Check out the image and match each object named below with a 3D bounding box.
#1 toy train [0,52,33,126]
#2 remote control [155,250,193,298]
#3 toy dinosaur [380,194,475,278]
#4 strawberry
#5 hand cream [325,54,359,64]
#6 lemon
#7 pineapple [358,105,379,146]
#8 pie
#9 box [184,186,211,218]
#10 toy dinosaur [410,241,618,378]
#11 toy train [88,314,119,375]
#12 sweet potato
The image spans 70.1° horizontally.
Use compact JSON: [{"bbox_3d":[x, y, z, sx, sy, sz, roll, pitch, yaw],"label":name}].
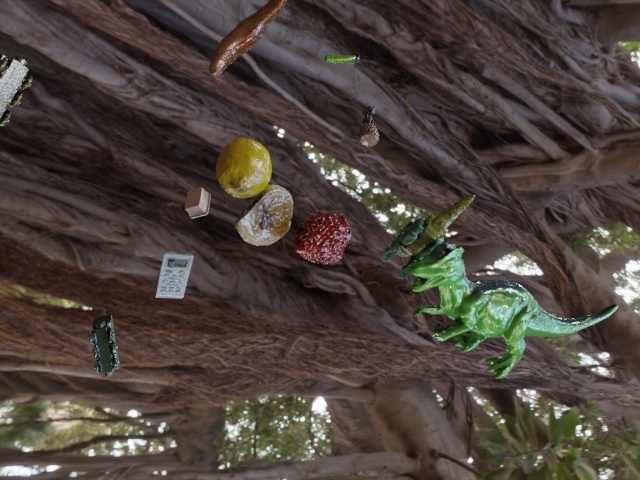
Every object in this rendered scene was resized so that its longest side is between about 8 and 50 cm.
[{"bbox_3d":[-0.844,-0.381,1.184,0.137,0.090,0.225,1,-116,32],"label":"toy train"},{"bbox_3d":[-0.551,0.133,1.711,0.293,0.103,0.051,121,-33,-45],"label":"remote control"},{"bbox_3d":[0.236,-0.014,1.005,0.153,0.094,0.259,-47,-178,-39],"label":"toy dinosaur"},{"bbox_3d":[0.000,0.000,1.533,0.187,0.201,0.184,3,-74,43],"label":"strawberry"},{"bbox_3d":[0.077,-0.633,1.597,0.036,0.122,0.023,101,-19,-45],"label":"hand cream"},{"bbox_3d":[-0.241,-0.228,1.434,0.180,0.181,0.193,-47,-121,28],"label":"lemon"},{"bbox_3d":[0.131,-0.309,1.221,0.058,0.058,0.124,-30,-140,40],"label":"pineapple"},{"bbox_3d":[-0.174,-0.076,1.518,0.052,0.185,0.218,26,-105,46],"label":"pie"},{"bbox_3d":[-0.510,-0.160,1.889,0.089,0.062,0.122,-13,-128,14],"label":"box"},{"bbox_3d":[0.435,0.102,1.001,0.500,0.374,0.144,-21,-147,-7],"label":"toy dinosaur"},{"bbox_3d":[-0.637,0.311,1.353,0.111,0.071,0.170,-153,-123,-68],"label":"toy train"},{"bbox_3d":[-0.173,-0.487,1.074,0.255,0.058,0.078,-38,-162,13],"label":"sweet potato"}]
